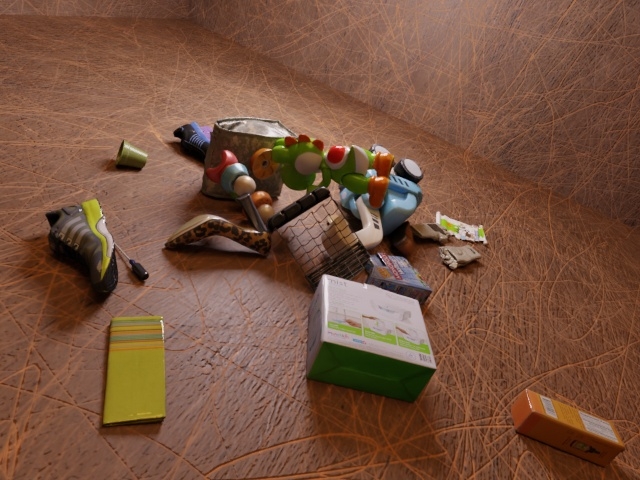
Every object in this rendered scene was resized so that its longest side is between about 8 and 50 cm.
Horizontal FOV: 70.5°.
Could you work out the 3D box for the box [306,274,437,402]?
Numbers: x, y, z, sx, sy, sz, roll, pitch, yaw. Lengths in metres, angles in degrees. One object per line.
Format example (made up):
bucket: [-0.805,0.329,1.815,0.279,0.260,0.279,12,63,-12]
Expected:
box: [0.109,0.219,1.057,0.261,0.127,0.231,16,31,-11]

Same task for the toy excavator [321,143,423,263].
toy excavator: [0.185,-0.102,1.534,0.432,0.222,0.446,15,47,-31]

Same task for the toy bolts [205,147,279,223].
toy bolts: [-0.192,-0.172,1.332,0.158,0.218,0.228,41,5,33]

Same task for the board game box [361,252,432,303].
board game box: [0.204,0.102,1.364,0.194,0.060,0.194,6,35,-26]

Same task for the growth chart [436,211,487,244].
growth chart: [0.580,-0.047,1.872,0.237,0.021,0.172,18,32,-7]

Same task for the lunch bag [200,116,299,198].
lunch bag: [-0.249,-0.269,1.474,0.286,0.235,0.169,-8,41,-41]

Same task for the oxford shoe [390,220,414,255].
oxford shoe: [0.296,-0.006,1.601,0.076,0.076,0.212,50,25,-13]

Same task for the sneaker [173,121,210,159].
sneaker: [-0.437,-0.330,1.618,0.090,0.081,0.232,-30,62,-25]

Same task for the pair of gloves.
pair of gloves: [0.459,0.012,1.684,0.204,0.042,0.240,-10,45,-47]

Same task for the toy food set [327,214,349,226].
toy food set: [0.061,-0.059,1.559,0.082,0.020,0.083,-11,44,-43]

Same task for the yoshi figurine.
yoshi figurine: [0.028,-0.207,1.380,0.361,0.203,0.203,15,15,4]

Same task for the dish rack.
dish rack: [0.000,0.000,1.258,0.208,0.074,0.272,-33,87,-10]

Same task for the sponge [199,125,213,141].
sponge: [-0.408,-0.372,1.733,0.210,0.031,0.117,36,35,20]

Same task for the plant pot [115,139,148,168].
plant pot: [-0.586,-0.261,1.415,0.079,0.083,0.083,18,29,-33]

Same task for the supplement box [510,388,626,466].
supplement box: [0.577,0.440,1.065,0.233,0.078,0.080,23,28,0]

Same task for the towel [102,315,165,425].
towel: [-0.346,0.235,0.851,0.102,0.021,0.237,1,37,-22]

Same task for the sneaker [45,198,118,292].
sneaker: [-0.529,0.017,1.006,0.121,0.111,0.300,-13,39,-30]

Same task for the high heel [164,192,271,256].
high heel: [-0.263,0.011,1.214,0.261,0.186,0.093,-29,23,-14]

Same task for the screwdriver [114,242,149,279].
screwdriver: [-0.460,0.040,1.074,0.169,0.024,0.025,36,5,24]
